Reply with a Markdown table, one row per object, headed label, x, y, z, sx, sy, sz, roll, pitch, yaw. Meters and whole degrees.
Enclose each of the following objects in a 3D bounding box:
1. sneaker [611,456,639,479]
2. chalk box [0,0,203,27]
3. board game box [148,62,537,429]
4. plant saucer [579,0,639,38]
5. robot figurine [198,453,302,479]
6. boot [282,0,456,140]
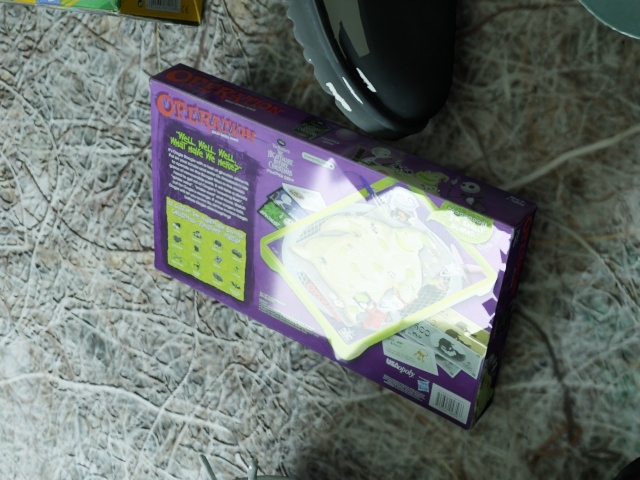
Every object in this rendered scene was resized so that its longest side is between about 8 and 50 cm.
| label | x | y | z | sx | sy | sz | roll | pitch | yaw |
| --- | --- | --- | --- | --- | --- | --- | --- | --- | --- |
| sneaker | 0.207 | 0.238 | 0.668 | 0.483 | 0.202 | 0.185 | -43 | 56 | -5 |
| chalk box | -0.225 | -0.280 | 0.971 | 0.213 | 0.132 | 0.132 | 13 | 102 | 27 |
| board game box | 0.000 | 0.000 | 0.878 | 0.347 | 0.056 | 0.208 | 25 | 134 | 25 |
| plant saucer | 0.266 | -0.239 | 0.748 | 0.195 | 0.037 | 0.195 | 4 | 98 | 29 |
| robot figurine | -0.040 | 0.357 | 0.890 | 0.300 | 0.200 | 0.353 | -16 | 87 | 49 |
| boot | 0.164 | -0.307 | 0.707 | 0.445 | 0.146 | 0.367 | -19 | 84 | 36 |
